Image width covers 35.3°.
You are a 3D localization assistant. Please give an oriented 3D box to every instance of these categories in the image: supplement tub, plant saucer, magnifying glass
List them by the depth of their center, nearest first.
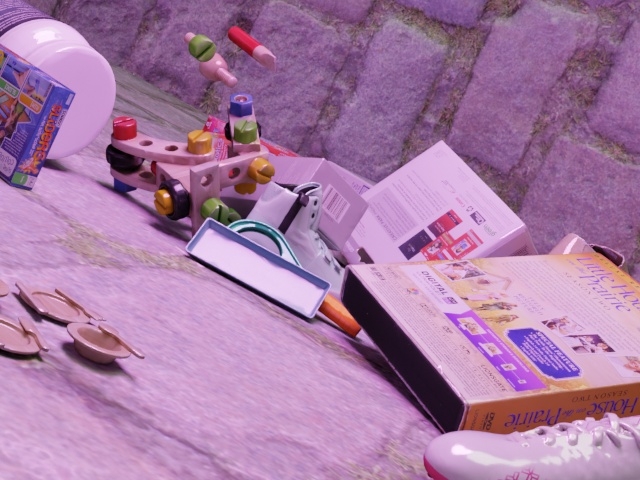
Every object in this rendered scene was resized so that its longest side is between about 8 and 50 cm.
[{"bbox_3d":[-0.082,0.039,1.330,0.192,0.018,0.067,28,51,6],"label":"plant saucer"},{"bbox_3d":[-0.038,0.053,1.364,0.231,0.026,0.092,35,50,10],"label":"magnifying glass"},{"bbox_3d":[-0.447,-0.248,1.456,0.272,0.191,0.191,31,8,32],"label":"supplement tub"}]

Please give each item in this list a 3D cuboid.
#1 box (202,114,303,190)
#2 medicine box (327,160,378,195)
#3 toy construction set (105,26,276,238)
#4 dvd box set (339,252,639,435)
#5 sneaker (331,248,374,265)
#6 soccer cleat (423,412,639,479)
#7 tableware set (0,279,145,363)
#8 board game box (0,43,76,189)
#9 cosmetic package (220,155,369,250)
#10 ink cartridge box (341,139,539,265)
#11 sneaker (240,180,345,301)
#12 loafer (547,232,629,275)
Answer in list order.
[{"bbox_3d":[-0.143,-0.156,2.147,0.257,0.128,0.123,18,12,-47],"label":"box"},{"bbox_3d":[0.148,-0.029,2.221,0.264,0.149,0.289,21,10,-38],"label":"medicine box"},{"bbox_3d":[-0.143,-0.137,1.459,0.258,0.308,0.237,11,21,-38],"label":"toy construction set"},{"bbox_3d":[0.275,0.118,1.277,0.421,0.062,0.307,-3,30,-27],"label":"dvd box set"},{"bbox_3d":[0.117,0.040,1.960,0.212,0.080,0.094,23,-3,-22],"label":"sneaker"},{"bbox_3d":[0.243,0.209,0.948,0.331,0.143,0.116,23,9,-30],"label":"soccer cleat"},{"bbox_3d":[-0.229,0.057,0.802,0.141,0.020,0.169,34,10,40],"label":"tableware set"},{"bbox_3d":[-0.403,-0.166,1.272,0.201,0.136,0.035,34,10,36],"label":"board game box"},{"bbox_3d":[-0.048,-0.066,1.647,0.127,0.107,0.238,42,-21,-29],"label":"cosmetic package"},{"bbox_3d":[0.189,0.008,1.751,0.130,0.272,0.309,56,1,-39],"label":"ink cartridge box"},{"bbox_3d":[0.000,0.000,1.496,0.256,0.151,0.094,23,7,-39],"label":"sneaker"},{"bbox_3d":[0.464,0.061,1.633,0.269,0.092,0.102,20,10,-42],"label":"loafer"}]
